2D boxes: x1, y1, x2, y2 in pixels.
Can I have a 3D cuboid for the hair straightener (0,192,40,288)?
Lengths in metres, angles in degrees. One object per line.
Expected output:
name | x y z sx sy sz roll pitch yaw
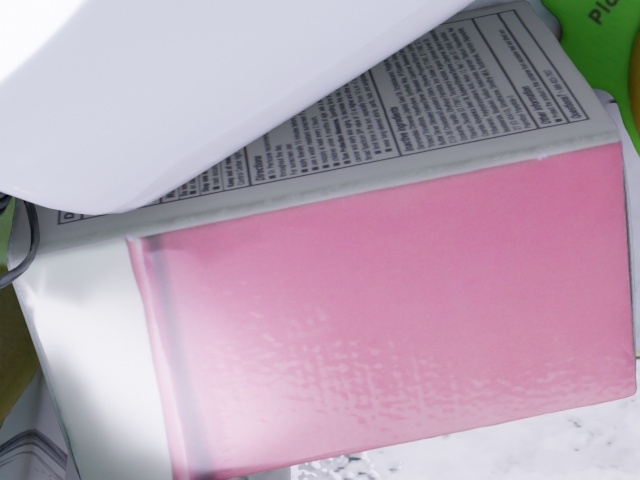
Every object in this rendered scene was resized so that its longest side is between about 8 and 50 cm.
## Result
hair straightener | -0.128 -0.064 0.519 0.089 0.230 0.047 6 139 -6

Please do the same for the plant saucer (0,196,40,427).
plant saucer | -0.243 -0.017 0.495 0.081 0.333 0.333 -13 120 24

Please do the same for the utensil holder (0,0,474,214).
utensil holder | 0.012 -0.235 0.381 0.385 0.328 0.327 -32 115 17

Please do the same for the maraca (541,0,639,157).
maraca | 0.182 -0.074 0.603 0.185 0.099 0.127 38 111 8

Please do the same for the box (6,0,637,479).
box | 0.000 0.000 0.592 0.232 0.149 0.127 -11 120 -1

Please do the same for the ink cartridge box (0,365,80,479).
ink cartridge box | -0.108 0.194 0.627 0.117 0.283 0.207 -35 115 11
